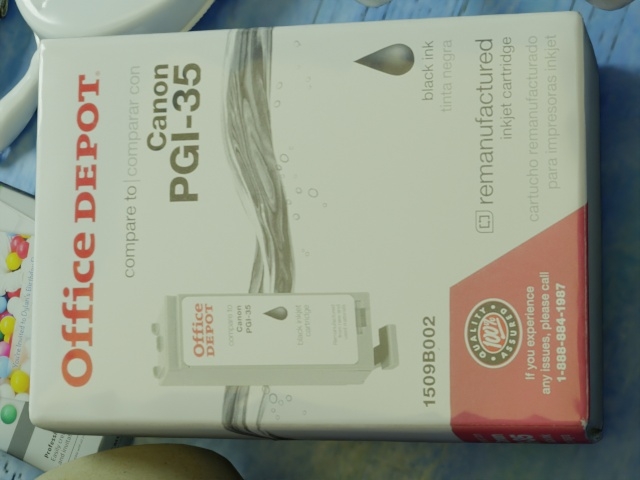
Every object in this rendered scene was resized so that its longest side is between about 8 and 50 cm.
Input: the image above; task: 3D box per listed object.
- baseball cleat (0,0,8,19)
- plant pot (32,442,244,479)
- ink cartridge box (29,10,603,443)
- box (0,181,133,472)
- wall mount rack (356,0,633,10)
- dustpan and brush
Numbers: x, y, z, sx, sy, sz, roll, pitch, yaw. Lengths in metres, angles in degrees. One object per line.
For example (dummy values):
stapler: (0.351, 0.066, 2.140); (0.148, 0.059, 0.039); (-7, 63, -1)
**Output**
baseball cleat: (-0.296, -0.156, 1.011); (0.206, 0.072, 0.109); (-6, 83, -4)
plant pot: (-0.077, 0.251, 0.817); (0.256, 0.256, 0.274); (-28, 57, 17)
ink cartridge box: (0.000, 0.000, 0.848); (0.283, 0.117, 0.207); (-1, 83, 13)
box: (-0.180, 0.047, 0.984); (0.186, 0.038, 0.145); (22, 91, 25)
wall mount rack: (0.043, -0.256, 0.762); (0.130, 0.304, 0.350); (-35, 23, -22)
dustpan and brush: (-0.150, -0.135, 0.994); (0.147, 0.060, 0.211); (43, 93, 24)
